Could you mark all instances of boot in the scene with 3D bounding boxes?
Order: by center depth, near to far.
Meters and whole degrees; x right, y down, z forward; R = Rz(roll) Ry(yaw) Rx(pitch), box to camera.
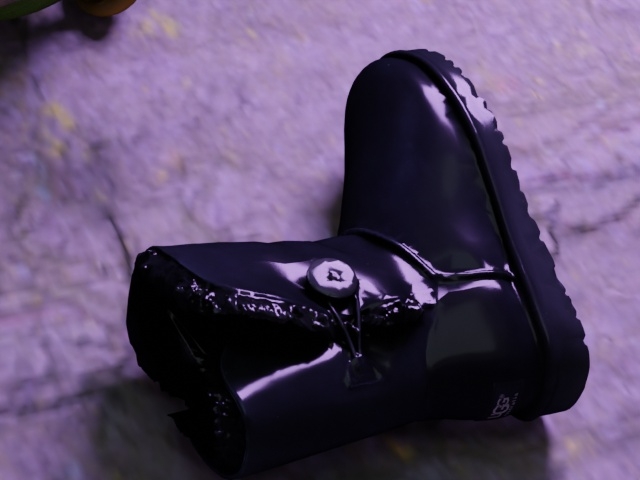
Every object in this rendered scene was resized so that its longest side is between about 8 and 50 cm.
[{"bbox_3d":[0.000,0.000,0.861,0.207,0.094,0.246,-5,53,-24],"label":"boot"}]

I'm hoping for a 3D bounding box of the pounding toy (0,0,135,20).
[{"bbox_3d":[-0.130,-0.200,1.013,0.236,0.110,0.183,-3,69,33],"label":"pounding toy"}]
